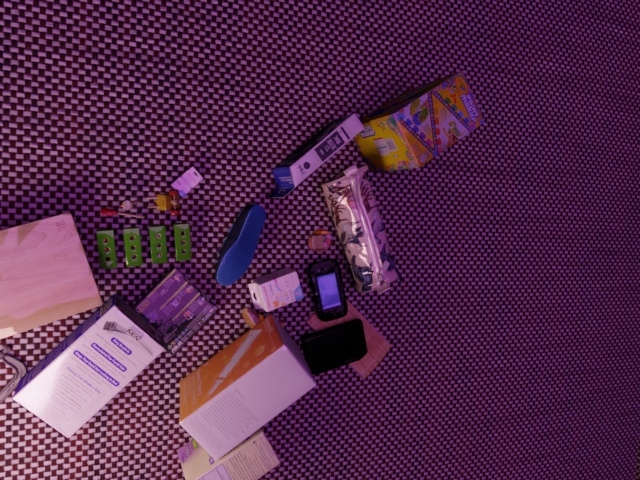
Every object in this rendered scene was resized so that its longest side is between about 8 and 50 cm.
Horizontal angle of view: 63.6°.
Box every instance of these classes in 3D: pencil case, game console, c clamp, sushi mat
[{"bbox_3d":[0.131,-0.038,1.641,0.159,0.183,0.411,-23,102,-19],"label":"pencil case"},{"bbox_3d":[0.027,0.242,1.676,0.213,0.044,0.362,-15,101,-20],"label":"game console"},{"bbox_3d":[-0.850,0.347,1.342,0.137,0.022,0.161,40,78,-27],"label":"c clamp"},{"bbox_3d":[0.100,0.318,1.747,0.151,0.019,0.316,-47,110,-12],"label":"sushi mat"}]

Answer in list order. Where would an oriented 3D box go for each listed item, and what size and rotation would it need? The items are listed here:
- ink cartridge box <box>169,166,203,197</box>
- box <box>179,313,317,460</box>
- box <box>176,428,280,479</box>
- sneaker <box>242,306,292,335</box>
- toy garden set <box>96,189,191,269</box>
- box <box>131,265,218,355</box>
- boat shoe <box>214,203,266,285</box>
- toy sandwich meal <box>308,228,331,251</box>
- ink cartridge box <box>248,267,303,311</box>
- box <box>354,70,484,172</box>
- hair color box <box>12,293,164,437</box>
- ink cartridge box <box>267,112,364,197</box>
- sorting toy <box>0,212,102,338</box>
[{"bbox_3d":[-0.386,-0.169,1.487,0.083,0.028,0.048,-44,111,-13],"label":"ink cartridge box"},{"bbox_3d":[-0.214,0.408,1.474,0.345,0.215,0.168,-36,111,-3],"label":"box"},{"bbox_3d":[-0.272,0.631,1.509,0.242,0.213,0.117,-30,105,-18],"label":"box"},{"bbox_3d":[-0.165,0.258,1.607,0.084,0.069,0.186,-47,117,-22],"label":"sneaker"},{"bbox_3d":[-0.492,-0.036,1.439,0.244,0.049,0.204,-5,105,-21],"label":"toy garden set"},{"bbox_3d":[-0.427,0.204,1.497,0.191,0.045,0.184,-47,108,-12],"label":"box"},{"bbox_3d":[-0.241,0.014,1.540,0.109,0.089,0.258,38,74,-35],"label":"boat shoe"},{"bbox_3d":[0.000,0.000,1.669,0.085,0.029,0.086,-2,96,-23],"label":"toy sandwich meal"},{"bbox_3d":[-0.141,0.154,1.589,0.143,0.090,0.092,-20,103,-21],"label":"ink cartridge box"},{"bbox_3d":[0.293,-0.362,1.621,0.279,0.290,0.177,-34,106,-18],"label":"box"},{"bbox_3d":[-0.605,0.329,1.372,0.339,0.110,0.185,-42,113,-5],"label":"hair color box"},{"bbox_3d":[-0.032,-0.254,1.559,0.332,0.165,0.065,-44,109,-15],"label":"ink cartridge box"},{"bbox_3d":[-0.733,0.083,1.328,0.256,0.089,0.256,-19,102,-21],"label":"sorting toy"}]
